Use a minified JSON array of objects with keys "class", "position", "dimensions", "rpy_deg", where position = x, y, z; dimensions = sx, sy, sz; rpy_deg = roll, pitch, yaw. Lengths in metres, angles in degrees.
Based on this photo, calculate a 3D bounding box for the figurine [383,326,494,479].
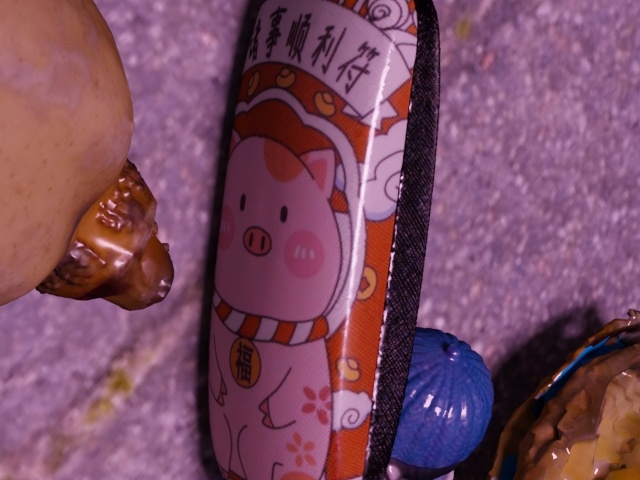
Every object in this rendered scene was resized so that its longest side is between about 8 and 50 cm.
[{"class":"figurine","position":[0.042,0.115,0.931],"dimensions":[0.086,0.087,0.149],"rpy_deg":[-23,122,-39]}]

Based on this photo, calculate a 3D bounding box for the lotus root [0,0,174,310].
[{"class":"lotus root","position":[-0.176,-0.063,0.653],"dimensions":[0.343,0.151,0.169],"rpy_deg":[30,94,-46]}]

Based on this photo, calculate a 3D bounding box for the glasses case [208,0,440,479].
[{"class":"glasses case","position":[0.000,0.000,0.850],"dimensions":[0.067,0.103,0.266],"rpy_deg":[0,99,-41]}]

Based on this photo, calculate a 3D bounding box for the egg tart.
[{"class":"egg tart","position":[0.179,0.184,1.024],"dimensions":[0.291,0.107,0.290],"rpy_deg":[-25,121,-49]}]
